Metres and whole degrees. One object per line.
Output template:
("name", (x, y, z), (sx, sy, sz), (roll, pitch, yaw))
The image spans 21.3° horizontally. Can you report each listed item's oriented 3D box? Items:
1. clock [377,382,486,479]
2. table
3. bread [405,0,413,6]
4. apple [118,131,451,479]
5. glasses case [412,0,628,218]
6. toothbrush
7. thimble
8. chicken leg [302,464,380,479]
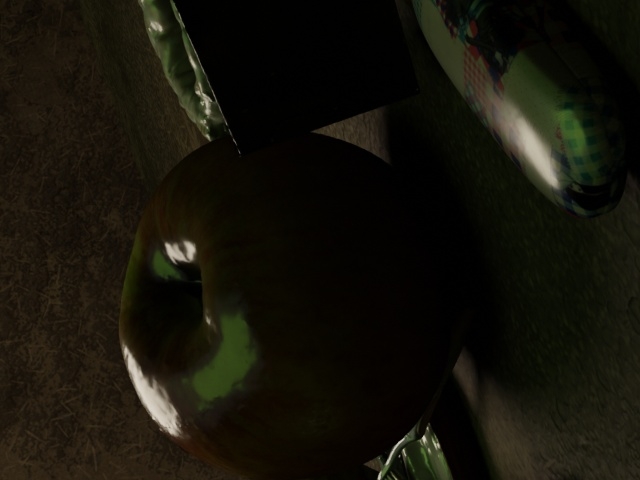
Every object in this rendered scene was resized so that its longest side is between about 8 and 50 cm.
("clock", (0.120, 0.270, 2.129), (0.318, 0.080, 0.318), (161, 90, -77))
("table", (-0.054, -0.285, 1.668), (0.251, 0.196, 0.282), (67, -177, -50))
("bread", (0.085, -0.265, 1.553), (0.066, 0.060, 0.110), (-25, -83, -88))
("apple", (-0.029, 0.071, 1.875), (0.400, 0.333, 0.400), (-13, 73, 51))
("glasses case", (0.156, -0.148, 1.389), (0.125, 0.076, 0.327), (87, 159, -45))
("toothbrush", (0.119, 0.193, 1.954), (0.037, 0.028, 0.375), (50, 143, 28))
("thimble", (-0.097, -0.272, 1.996), (0.291, 0.195, 0.291), (157, 90, -80))
("chicken leg", (0.015, 0.338, 2.285), (0.429, 0.152, 0.201), (50, 179, -24))
